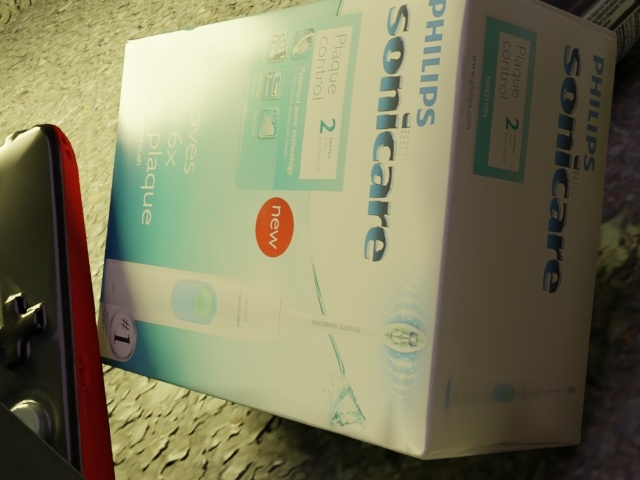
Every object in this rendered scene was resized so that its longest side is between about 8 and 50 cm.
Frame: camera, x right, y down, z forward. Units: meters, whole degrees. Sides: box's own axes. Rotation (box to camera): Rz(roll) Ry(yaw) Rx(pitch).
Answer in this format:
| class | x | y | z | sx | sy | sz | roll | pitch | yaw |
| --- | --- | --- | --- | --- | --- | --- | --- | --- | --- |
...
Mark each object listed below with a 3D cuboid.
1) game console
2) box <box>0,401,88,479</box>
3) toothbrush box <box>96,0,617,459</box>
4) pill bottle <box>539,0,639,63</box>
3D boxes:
| class | x | y | z | sx | sy | sz | roll | pitch | yaw |
| --- | --- | --- | --- | --- | --- | --- | --- | --- | --- |
| game console | -0.303 | 0.135 | 0.655 | 0.387 | 0.060 | 0.341 | -24 | 64 | 22 |
| box | -0.194 | 0.183 | 0.392 | 0.077 | 0.307 | 0.242 | -2 | 43 | 51 |
| toothbrush box | 0.003 | -0.013 | 0.553 | 0.296 | 0.126 | 0.216 | 6 | 90 | 48 |
| pill bottle | 0.152 | -0.156 | 0.703 | 0.246 | 0.130 | 0.130 | -44 | 30 | -15 |
